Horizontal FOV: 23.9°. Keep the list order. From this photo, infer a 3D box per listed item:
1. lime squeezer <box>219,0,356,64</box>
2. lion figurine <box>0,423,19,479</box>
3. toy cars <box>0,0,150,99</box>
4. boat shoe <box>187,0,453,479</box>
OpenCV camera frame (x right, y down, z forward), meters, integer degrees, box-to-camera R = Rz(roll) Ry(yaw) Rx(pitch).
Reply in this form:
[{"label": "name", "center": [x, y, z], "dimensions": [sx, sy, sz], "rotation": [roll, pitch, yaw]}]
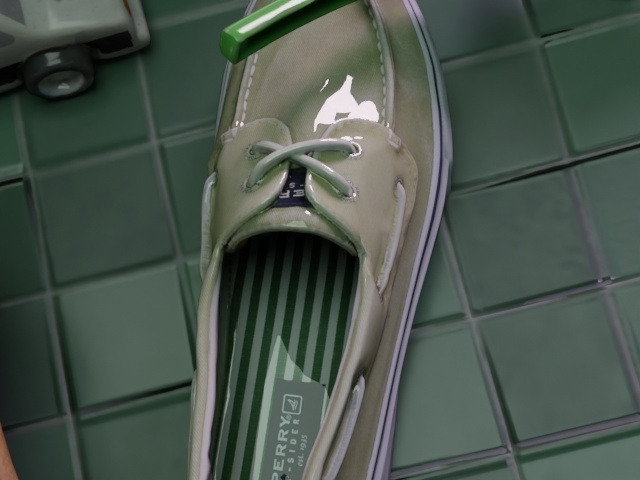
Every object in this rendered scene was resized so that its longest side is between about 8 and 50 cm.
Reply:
[{"label": "lime squeezer", "center": [0.100, -0.115, 0.677], "dimensions": [0.310, 0.059, 0.110], "rotation": [0, 68, -16]}, {"label": "lion figurine", "center": [-0.164, 0.103, 0.594], "dimensions": [0.240, 0.142, 0.392], "rotation": [-29, 77, 15]}, {"label": "toy cars", "center": [-0.276, -0.150, 0.734], "dimensions": [0.394, 0.087, 0.176], "rotation": [21, 76, 13]}, {"label": "boat shoe", "center": [0.000, 0.000, 0.646], "dimensions": [0.109, 0.094, 0.302], "rotation": [1, 72, 7]}]
